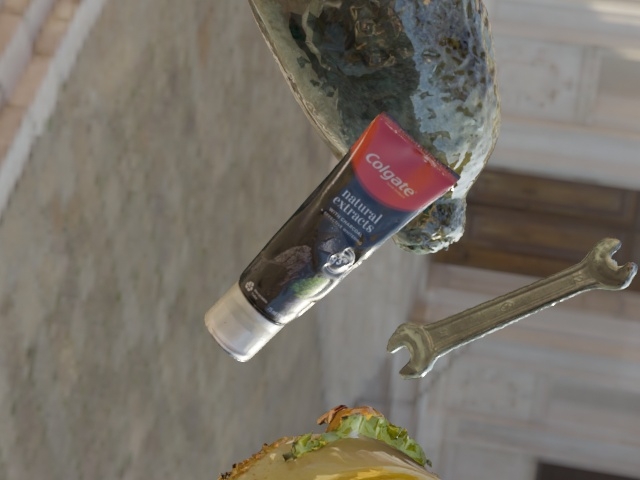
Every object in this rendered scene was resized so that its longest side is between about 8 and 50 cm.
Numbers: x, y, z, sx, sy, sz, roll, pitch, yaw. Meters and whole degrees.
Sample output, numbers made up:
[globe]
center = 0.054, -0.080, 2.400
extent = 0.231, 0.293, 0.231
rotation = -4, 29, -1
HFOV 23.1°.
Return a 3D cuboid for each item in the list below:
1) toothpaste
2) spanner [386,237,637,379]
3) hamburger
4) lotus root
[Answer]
[toothpaste]
center = 0.000, 0.000, 1.045
extent = 0.193, 0.071, 0.045
rotation = -43, -161, 17
[spanner]
center = 0.206, 0.075, 1.728
extent = 0.017, 0.302, 0.071
rotation = 34, 35, -53
[hamburger]
center = 0.011, 0.297, 1.308
extent = 0.294, 0.179, 0.276
rotation = -42, 112, -26
[lotus root]
center = 0.047, -0.159, 1.219
extent = 0.349, 0.175, 0.175
rotation = 66, 20, -16
